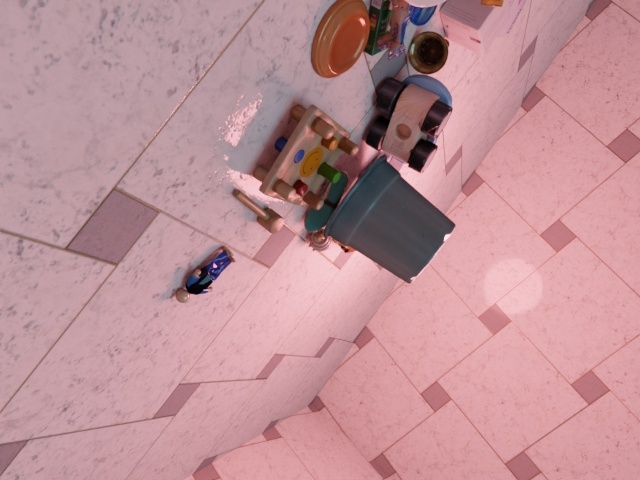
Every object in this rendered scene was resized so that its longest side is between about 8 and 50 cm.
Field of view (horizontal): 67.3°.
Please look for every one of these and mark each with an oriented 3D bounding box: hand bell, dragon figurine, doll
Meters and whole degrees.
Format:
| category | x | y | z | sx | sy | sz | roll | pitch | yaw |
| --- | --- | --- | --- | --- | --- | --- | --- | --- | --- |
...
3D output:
| category | x | y | z | sx | sy | sz | roll | pitch | yaw |
| --- | --- | --- | --- | --- | --- | --- | --- | --- | --- |
| hand bell | 0.383 | -0.626 | 1.561 | 0.242 | 0.126 | 0.126 | -44 | 160 | -50 |
| dragon figurine | 0.234 | -0.591 | 1.185 | 0.289 | 0.085 | 0.144 | -52 | 159 | 4 |
| doll | -0.315 | 0.103 | 1.315 | 0.189 | 0.046 | 0.129 | -44 | 156 | -22 |

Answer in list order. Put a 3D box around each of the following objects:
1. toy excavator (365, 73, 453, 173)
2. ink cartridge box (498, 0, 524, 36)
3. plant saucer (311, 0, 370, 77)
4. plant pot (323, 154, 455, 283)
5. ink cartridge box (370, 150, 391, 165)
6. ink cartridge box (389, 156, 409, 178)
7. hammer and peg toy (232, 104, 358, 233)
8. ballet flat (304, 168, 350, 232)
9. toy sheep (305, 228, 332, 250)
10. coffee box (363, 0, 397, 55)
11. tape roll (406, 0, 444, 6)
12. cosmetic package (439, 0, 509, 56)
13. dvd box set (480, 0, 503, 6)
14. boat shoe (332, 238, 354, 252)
| category | x | y | z | sx | sy | sz | roll | pitch | yaw |
| --- | --- | --- | --- | --- | --- | --- | --- | --- | --- |
| toy excavator | 0.355 | -0.409 | 1.704 | 0.445 | 0.222 | 0.433 | -46 | 161 | -39 |
| ink cartridge box | 0.697 | -0.919 | 1.764 | 0.330 | 0.071 | 0.324 | -30 | 149 | -48 |
| plant saucer | 0.057 | -0.487 | 1.171 | 0.200 | 0.037 | 0.200 | -43 | 157 | -24 |
| plant pot | 0.244 | -0.053 | 1.615 | 0.341 | 0.334 | 0.341 | -51 | 171 | -11 |
| ink cartridge box | 0.204 | -0.255 | 1.850 | 0.145 | 0.045 | 0.179 | -50 | 175 | -8 |
| ink cartridge box | 0.313 | -0.281 | 1.974 | 0.104 | 0.060 | 0.180 | -17 | 139 | -57 |
| hammer and peg toy | -0.063 | -0.169 | 1.292 | 0.361 | 0.127 | 0.266 | -56 | 158 | 9 |
| ballet flat | 0.028 | -0.132 | 1.609 | 0.241 | 0.091 | 0.077 | -56 | -176 | 18 |
| toy sheep | 0.000 | 0.000 | 1.748 | 0.091 | 0.091 | 0.132 | -52 | 164 | -2 |
| coffee box | 0.169 | -0.583 | 1.242 | 0.113 | 0.040 | 0.184 | -39 | 154 | -31 |
| tape roll | 0.211 | -0.636 | 0.979 | 0.246 | 0.169 | 0.246 | -23 | 149 | -14 |
| cosmetic package | 0.498 | -0.723 | 1.543 | 0.151 | 0.151 | 0.184 | -56 | 158 | 8 |
| dvd box set | 0.495 | -0.864 | 1.220 | 0.307 | 0.062 | 0.420 | -68 | 166 | -44 |
| boat shoe | 0.113 | -0.007 | 1.953 | 0.104 | 0.111 | 0.307 | -49 | 149 | 1 |
